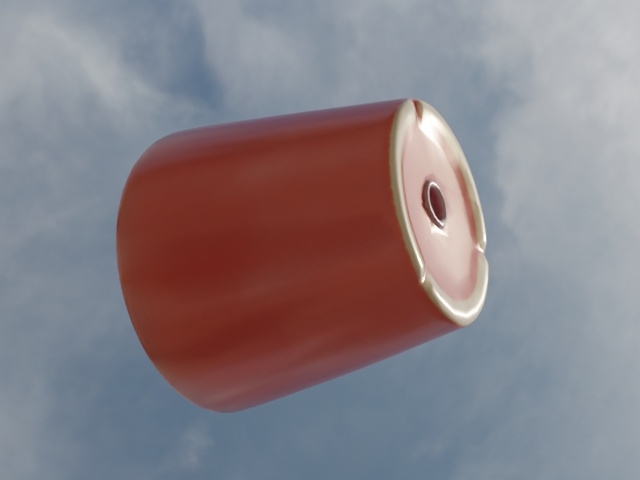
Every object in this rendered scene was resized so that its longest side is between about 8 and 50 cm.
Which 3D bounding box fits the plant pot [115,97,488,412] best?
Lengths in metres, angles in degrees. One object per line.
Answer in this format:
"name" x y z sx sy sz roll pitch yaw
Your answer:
"plant pot" 0.000 0.000 0.813 0.243 0.275 0.275 -15 -109 28
